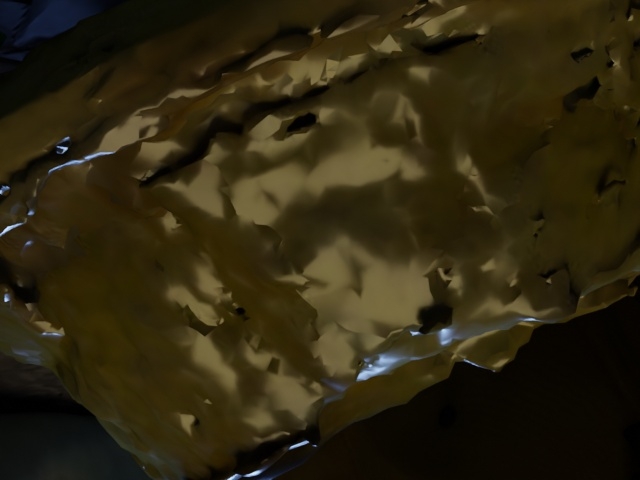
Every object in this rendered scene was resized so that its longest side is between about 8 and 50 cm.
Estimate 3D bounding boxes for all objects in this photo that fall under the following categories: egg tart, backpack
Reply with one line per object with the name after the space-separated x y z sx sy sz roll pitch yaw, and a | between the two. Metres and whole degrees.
0.024 -0.012 0.655 0.345 0.132 0.345 -25 173 -3 | egg tart
0.093 0.162 0.950 0.201 0.353 0.378 -10 160 -33 | backpack

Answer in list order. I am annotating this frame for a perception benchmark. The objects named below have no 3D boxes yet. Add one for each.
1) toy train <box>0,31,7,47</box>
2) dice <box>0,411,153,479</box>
-0.058 -0.140 0.446 0.189 0.126 0.307 0 155 -20 | toy train
-0.192 0.263 1.149 0.264 0.268 0.262 -25 153 31 | dice
